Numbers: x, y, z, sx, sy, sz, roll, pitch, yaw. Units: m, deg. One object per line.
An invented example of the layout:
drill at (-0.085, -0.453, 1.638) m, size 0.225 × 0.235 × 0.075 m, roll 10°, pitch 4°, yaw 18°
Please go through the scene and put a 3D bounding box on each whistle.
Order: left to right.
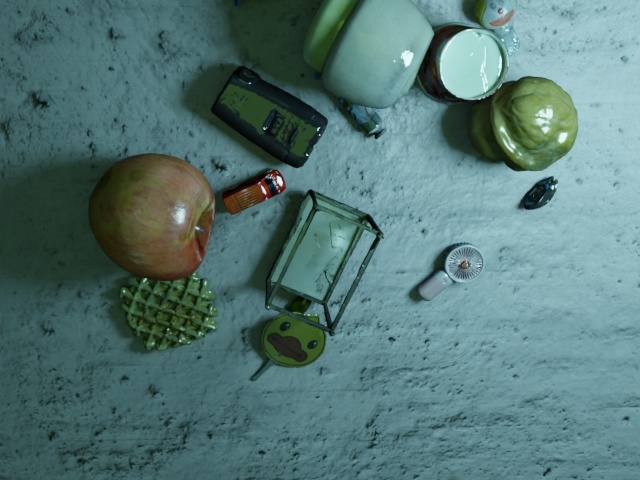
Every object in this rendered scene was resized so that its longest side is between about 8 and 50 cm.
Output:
whistle at (0.523, -0.633, 1.804) m, size 0.123 × 0.123 × 0.223 m, roll -31°, pitch 119°, yaw 6°

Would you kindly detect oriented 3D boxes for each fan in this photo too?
fan at (-0.116, 0.363, 2.089) m, size 0.229 × 0.011 × 0.335 m, roll 37°, pitch 107°, yaw -23°
fan at (0.421, 0.108, 2.025) m, size 0.244 × 0.074 × 0.130 m, roll -42°, pitch 104°, yaw 10°

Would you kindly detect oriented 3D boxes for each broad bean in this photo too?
broad bean at (-0.061, 0.202, 2.047) m, size 0.060 × 0.043 × 0.297 m, roll 37°, pitch 102°, yaw -2°

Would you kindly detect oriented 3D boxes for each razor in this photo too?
razor at (-0.150, -0.367, 1.847) m, size 0.327 × 0.107 × 0.189 m, roll 32°, pitch 103°, yaw -10°

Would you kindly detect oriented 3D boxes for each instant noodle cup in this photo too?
instant noodle cup at (0.405, -0.499, 1.772) m, size 0.243 × 0.231 × 0.243 m, roll 0°, pitch 107°, yaw -1°

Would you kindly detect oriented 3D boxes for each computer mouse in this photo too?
computer mouse at (0.701, -0.144, 1.967) m, size 0.047 × 0.079 × 0.135 m, roll 34°, pitch 105°, yaw -26°

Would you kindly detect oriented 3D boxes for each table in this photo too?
table at (0.001, 0.058, 1.847) m, size 0.222 × 0.272 × 0.335 m, roll 23°, pitch 101°, yaw -9°

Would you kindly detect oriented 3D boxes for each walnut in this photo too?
walnut at (0.588, -0.335, 1.802) m, size 0.277 × 0.282 × 0.253 m, roll 22°, pitch 93°, yaw -28°

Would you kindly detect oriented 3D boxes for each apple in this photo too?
apple at (-0.485, -0.070, 1.796) m, size 0.364 × 0.364 × 0.364 m, roll -1°, pitch 106°, yaw -2°

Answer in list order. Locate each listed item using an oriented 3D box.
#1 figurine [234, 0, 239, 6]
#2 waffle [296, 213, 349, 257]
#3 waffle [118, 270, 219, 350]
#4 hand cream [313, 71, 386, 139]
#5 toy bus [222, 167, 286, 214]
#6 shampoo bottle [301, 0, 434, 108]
figurine at (-0.195, -0.718, 1.765) m, size 0.149 × 0.087 × 0.086 m, roll -6°, pitch 69°, yaw -2°
waffle at (0.000, -0.005, 1.993) m, size 0.191 × 0.038 × 0.191 m, roll -1°, pitch 106°, yaw -2°
waffle at (-0.494, 0.216, 2.025) m, size 0.309 × 0.056 × 0.292 m, roll -17°, pitch 106°, yaw 4°
hand cream at (0.096, -0.421, 1.874) m, size 0.091 × 0.058 × 0.271 m, roll -40°, pitch 99°, yaw 3°
toy bus at (-0.203, -0.149, 1.916) m, size 0.195 × 0.089 × 0.081 m, roll -24°, pitch 106°, yaw 4°
shampoo bottle at (0.132, -0.529, 1.697) m, size 0.317 × 0.322 × 0.322 m, roll 35°, pitch 102°, yaw 0°
